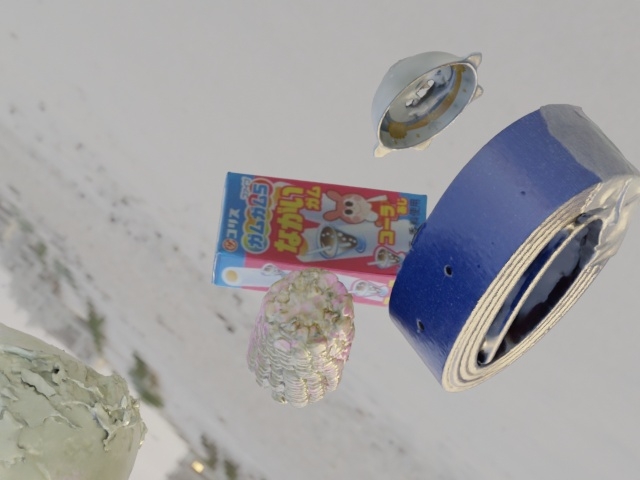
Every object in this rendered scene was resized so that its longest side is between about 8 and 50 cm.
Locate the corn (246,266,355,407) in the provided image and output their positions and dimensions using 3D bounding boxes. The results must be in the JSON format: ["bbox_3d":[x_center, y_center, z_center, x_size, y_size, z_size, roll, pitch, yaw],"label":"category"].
[{"bbox_3d":[-0.016,0.108,1.503,0.126,0.126,0.335,38,166,4],"label":"corn"}]

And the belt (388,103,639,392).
[{"bbox_3d":[0.205,0.017,1.443,0.117,0.212,0.347,53,139,28],"label":"belt"}]

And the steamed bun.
[{"bbox_3d":[-0.375,0.278,1.691,0.334,0.312,0.233,28,169,-37],"label":"steamed bun"}]

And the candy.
[{"bbox_3d":[0.000,-0.001,1.984,0.306,0.157,0.100,7,145,-3],"label":"candy"}]

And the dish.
[{"bbox_3d":[0.164,-0.250,2.323,0.086,0.236,0.228,55,176,27],"label":"dish"}]
